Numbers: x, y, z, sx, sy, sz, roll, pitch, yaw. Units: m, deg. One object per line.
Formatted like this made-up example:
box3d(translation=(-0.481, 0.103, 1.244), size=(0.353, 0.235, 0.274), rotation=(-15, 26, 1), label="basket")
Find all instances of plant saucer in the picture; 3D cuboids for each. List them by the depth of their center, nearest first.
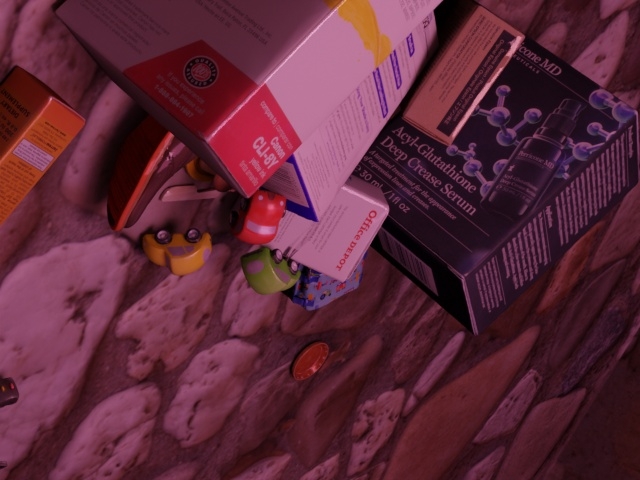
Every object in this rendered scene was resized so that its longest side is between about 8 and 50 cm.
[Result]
box3d(translation=(-0.020, 0.215, 2.442), size=(0.083, 0.013, 0.083), rotation=(-34, 148, -25), label="plant saucer")

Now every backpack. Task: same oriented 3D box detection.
box3d(translation=(0.000, 0.000, 2.125), size=(0.158, 0.117, 0.173), rotation=(-22, 138, -40), label="backpack")

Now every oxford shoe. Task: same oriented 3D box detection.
box3d(translation=(-0.186, -0.115, 1.727), size=(0.098, 0.097, 0.271), rotation=(16, 120, -34), label="oxford shoe")

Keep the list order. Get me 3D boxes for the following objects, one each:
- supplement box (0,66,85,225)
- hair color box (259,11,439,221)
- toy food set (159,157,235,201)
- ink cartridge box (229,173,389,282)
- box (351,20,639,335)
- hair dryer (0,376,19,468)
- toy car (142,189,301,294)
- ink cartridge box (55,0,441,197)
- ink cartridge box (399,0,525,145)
box3d(translation=(-0.382, -0.081, 1.562), size=(0.233, 0.078, 0.080), rotation=(-51, 150, 2), label="supplement box")
box3d(translation=(0.027, -0.217, 1.842), size=(0.339, 0.110, 0.185), rotation=(-54, 153, -20), label="hair color box")
box3d(translation=(-0.115, -0.124, 1.871), size=(0.128, 0.071, 0.218), rotation=(3, 122, -54), label="toy food set")
box3d(translation=(-0.017, -0.044, 1.984), size=(0.190, 0.082, 0.140), rotation=(25, 108, -19), label="ink cartridge box")
box3d(translation=(0.276, -0.103, 2.194), size=(0.395, 0.293, 0.212), rotation=(-43, 150, -12), label="box")
box3d(translation=(-0.528, 0.316, 1.817), size=(0.293, 0.080, 0.224), rotation=(-19, 139, -41), label="hair dryer")
box3d(translation=(-0.104, 0.026, 1.912), size=(0.239, 0.053, 0.225), rotation=(-20, 145, 28), label="toy car")
box3d(translation=(-0.059, -0.287, 1.551), size=(0.385, 0.279, 0.160), rotation=(-46, 151, -6), label="ink cartridge box")
box3d(translation=(0.201, -0.256, 2.007), size=(0.193, 0.088, 0.235), rotation=(-57, -172, 12), label="ink cartridge box")
